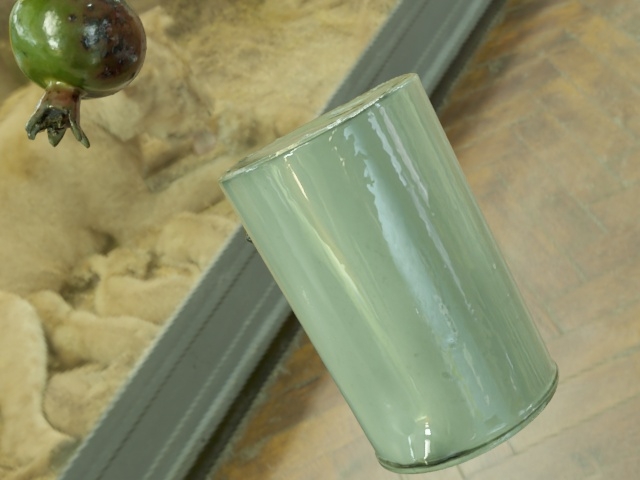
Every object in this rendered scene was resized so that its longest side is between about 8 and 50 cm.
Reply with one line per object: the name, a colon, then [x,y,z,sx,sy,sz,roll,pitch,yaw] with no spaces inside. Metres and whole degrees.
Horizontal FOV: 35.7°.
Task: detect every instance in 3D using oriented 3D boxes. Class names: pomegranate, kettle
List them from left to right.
pomegranate: [-0.225,-0.172,0.918,0.129,0.129,0.159,-15,56,12]
kettle: [0.070,0.024,0.946,0.205,0.318,0.265,-29,8,5]

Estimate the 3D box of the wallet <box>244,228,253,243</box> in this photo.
wallet: [0.000,0.000,1.430,0.025,0.244,0.124,-56,27,30]
